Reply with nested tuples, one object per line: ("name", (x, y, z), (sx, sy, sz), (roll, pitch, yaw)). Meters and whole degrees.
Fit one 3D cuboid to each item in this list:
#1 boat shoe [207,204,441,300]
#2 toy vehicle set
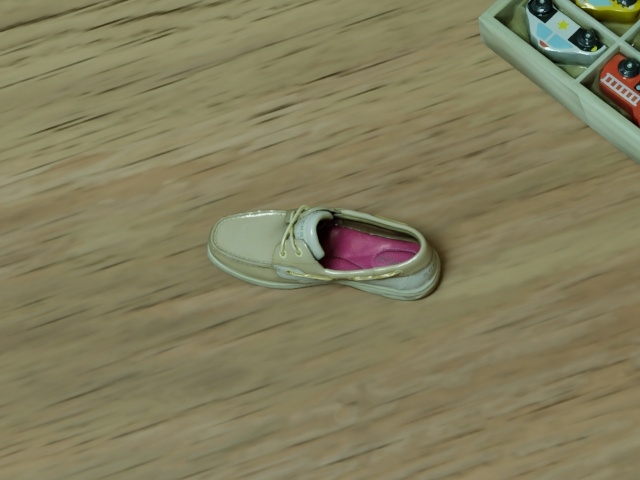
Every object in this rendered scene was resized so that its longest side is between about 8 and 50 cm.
("boat shoe", (0.000, 0.000, 1.296), (0.170, 0.059, 0.063), (6, 65, 10))
("toy vehicle set", (0.269, -0.131, 1.336), (0.166, 0.035, 0.267), (-44, 67, -13))
